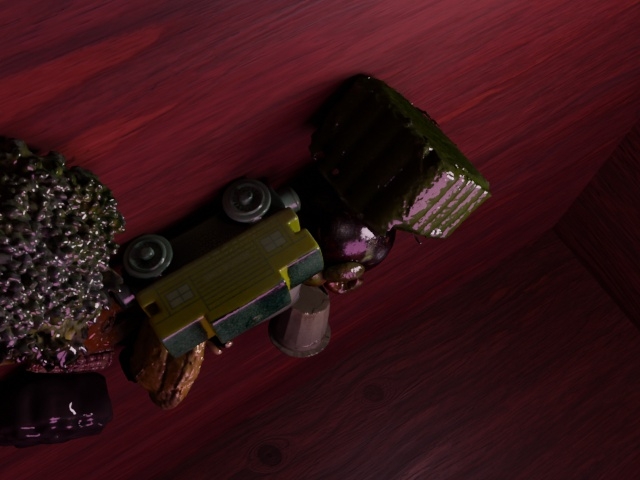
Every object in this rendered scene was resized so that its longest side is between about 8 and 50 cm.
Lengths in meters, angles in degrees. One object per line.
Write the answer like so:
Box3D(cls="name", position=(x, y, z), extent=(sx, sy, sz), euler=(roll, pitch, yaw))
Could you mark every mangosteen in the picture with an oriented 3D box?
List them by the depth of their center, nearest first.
Box3D(cls="mangosteen", position=(0.042, -0.016, 1.619), extent=(0.288, 0.288, 0.288), euler=(-30, 160, -13))

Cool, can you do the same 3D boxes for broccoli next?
Box3D(cls="broccoli", position=(-0.427, 0.029, 1.018), extent=(0.324, 0.334, 0.272), euler=(7, 173, -35))

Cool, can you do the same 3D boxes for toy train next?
Box3D(cls="toy train", position=(-0.203, 0.060, 1.429), extent=(0.442, 0.272, 0.179), euler=(-30, 156, -11))

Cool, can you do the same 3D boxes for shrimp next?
Box3D(cls="shrimp", position=(-0.455, 0.173, 1.569), extent=(0.294, 0.062, 0.154), euler=(-27, 148, -58))

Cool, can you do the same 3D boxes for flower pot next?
Box3D(cls="flower pot", position=(-0.050, 0.237, 2.212), extent=(0.212, 0.212, 0.202), euler=(-22, 146, -33))

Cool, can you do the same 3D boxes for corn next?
Box3D(cls="corn", position=(-0.582, 0.271, 1.604), extent=(0.079, 0.079, 0.237), euler=(-43, 154, 21))

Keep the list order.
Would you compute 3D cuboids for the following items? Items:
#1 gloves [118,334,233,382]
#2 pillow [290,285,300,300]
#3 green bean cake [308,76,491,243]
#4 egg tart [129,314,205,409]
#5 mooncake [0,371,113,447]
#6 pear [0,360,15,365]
Box3D(cls="gloves", position=(-0.374, 0.272, 1.763), extent=(0.301, 0.152, 0.197), euler=(-11, -166, 4))
Box3D(cls="pillow", position=(-0.184, 0.169, 1.910), extent=(0.310, 0.119, 0.312), euler=(-21, 165, -10))
Box3D(cls="green bean cake", position=(0.171, -0.153, 1.446), extent=(0.218, 0.335, 0.319), euler=(-44, 154, 20))
Box3D(cls="egg tart", position=(-0.354, 0.237, 1.555), extent=(0.115, 0.290, 0.290), euler=(19, 130, -27))
Box3D(cls="mooncake", position=(-0.647, 0.419, 1.646), extent=(0.283, 0.141, 0.283), euler=(-14, 161, -5))
Box3D(cls="pear", position=(-0.595, 0.160, 1.234), extent=(0.167, 0.136, 0.167), euler=(-30, 163, -10))
